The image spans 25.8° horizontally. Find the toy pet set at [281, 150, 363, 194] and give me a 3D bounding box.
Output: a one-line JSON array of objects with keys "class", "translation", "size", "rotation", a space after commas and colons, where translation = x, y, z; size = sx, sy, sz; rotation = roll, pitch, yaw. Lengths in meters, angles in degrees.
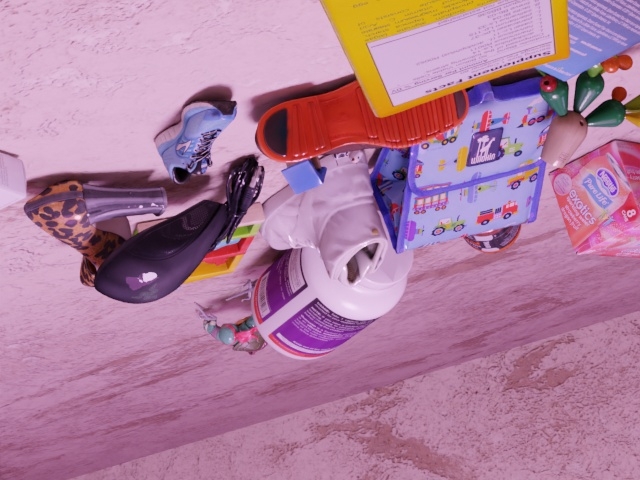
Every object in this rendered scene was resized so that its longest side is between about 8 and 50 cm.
[{"class": "toy pet set", "translation": [0.004, -0.112, 1.858], "size": [0.114, 0.065, 0.122], "rotation": [-22, 162, 21]}]

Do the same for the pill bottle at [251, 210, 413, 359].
[{"class": "pill bottle", "translation": [0.023, 0.068, 2.271], "size": [0.181, 0.181, 0.323], "rotation": [-6, 162, -29]}]

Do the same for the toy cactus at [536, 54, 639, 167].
[{"class": "toy cactus", "translation": [0.349, -0.176, 1.814], "size": [0.219, 0.112, 0.180], "rotation": [12, 110, -40]}]

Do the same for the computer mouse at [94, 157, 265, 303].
[{"class": "computer mouse", "translation": [-0.181, 0.010, 1.877], "size": [0.272, 0.072, 0.188], "rotation": [-33, 165, -34]}]

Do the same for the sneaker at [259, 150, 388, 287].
[{"class": "sneaker", "translation": [0.000, 0.000, 2.049], "size": [0.108, 0.169, 0.292], "rotation": [-9, 164, -27]}]

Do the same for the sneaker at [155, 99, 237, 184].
[{"class": "sneaker", "translation": [-0.142, -0.118, 1.687], "size": [0.063, 0.073, 0.162], "rotation": [-5, 161, -32]}]

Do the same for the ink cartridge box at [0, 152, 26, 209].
[{"class": "ink cartridge box", "translation": [-0.484, -0.064, 1.606], "size": [0.189, 0.066, 0.232], "rotation": [-23, 154, 24]}]

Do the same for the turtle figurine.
[{"class": "turtle figurine", "translation": [-0.134, 0.150, 2.541], "size": [0.175, 0.118, 0.234], "rotation": [-25, 167, 29]}]

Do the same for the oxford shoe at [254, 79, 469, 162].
[{"class": "oxford shoe", "translation": [0.048, -0.157, 1.745], "size": [0.271, 0.097, 0.098], "rotation": [-9, -177, -9]}]

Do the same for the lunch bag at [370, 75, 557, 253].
[{"class": "lunch bag", "translation": [0.204, -0.132, 1.927], "size": [0.221, 0.138, 0.293], "rotation": [-13, 151, -13]}]

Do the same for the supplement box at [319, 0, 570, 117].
[{"class": "supplement box", "translation": [0.085, -0.270, 1.166], "size": [0.194, 0.195, 0.356], "rotation": [-17, 163, 6]}]

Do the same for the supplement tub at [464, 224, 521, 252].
[{"class": "supplement tub", "translation": [0.274, -0.038, 2.286], "size": [0.106, 0.106, 0.198], "rotation": [-18, 163, 9]}]

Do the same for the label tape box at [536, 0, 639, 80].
[{"class": "label tape box", "translation": [0.334, -0.301, 1.456], "size": [0.334, 0.106, 0.241], "rotation": [-26, 162, 29]}]

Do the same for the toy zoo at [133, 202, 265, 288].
[{"class": "toy zoo", "translation": [-0.208, 0.021, 2.171], "size": [0.192, 0.030, 0.293], "rotation": [-10, 164, -18]}]

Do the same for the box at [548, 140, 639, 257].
[{"class": "box", "translation": [0.542, -0.063, 2.369], "size": [0.142, 0.154, 0.300], "rotation": [-28, 159, 38]}]

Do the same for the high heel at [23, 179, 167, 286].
[{"class": "high heel", "translation": [-0.336, -0.003, 1.870], "size": [0.186, 0.093, 0.261], "rotation": [-2, 153, -31]}]
